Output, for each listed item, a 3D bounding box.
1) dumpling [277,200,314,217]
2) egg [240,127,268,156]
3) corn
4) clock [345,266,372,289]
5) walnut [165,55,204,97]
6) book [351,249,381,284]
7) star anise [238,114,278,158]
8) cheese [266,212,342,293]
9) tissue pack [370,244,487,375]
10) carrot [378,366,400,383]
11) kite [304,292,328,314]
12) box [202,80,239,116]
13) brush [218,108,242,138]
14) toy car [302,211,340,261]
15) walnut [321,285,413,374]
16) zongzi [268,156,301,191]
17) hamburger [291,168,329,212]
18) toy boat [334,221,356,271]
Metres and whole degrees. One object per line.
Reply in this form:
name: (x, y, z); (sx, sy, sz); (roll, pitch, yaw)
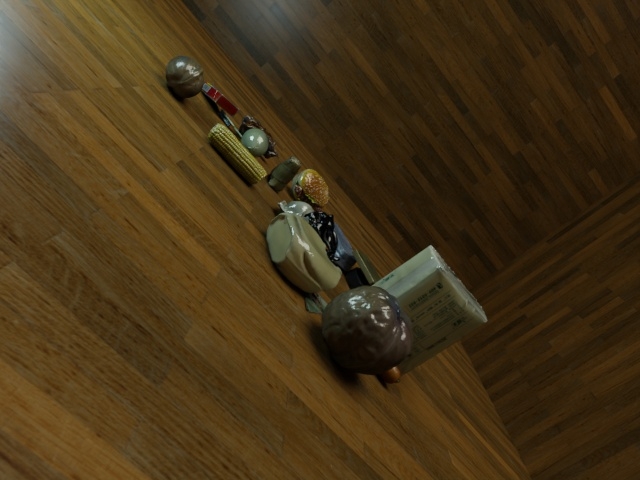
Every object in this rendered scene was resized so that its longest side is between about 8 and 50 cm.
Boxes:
dumpling: (-0.097, -0.103, 1.755); (0.127, 0.108, 0.188); (28, 20, 21)
egg: (-0.271, -0.401, 1.923); (0.114, 0.114, 0.152); (46, 22, -23)
corn: (-0.292, -0.299, 1.643); (0.248, 0.081, 0.081); (48, 13, -16)
clock: (0.213, 0.234, 1.979); (0.280, 0.055, 0.280); (47, 14, -15)
walnut: (-0.481, -0.580, 1.657); (0.140, 0.140, 0.162); (45, 30, -26)
book: (0.206, 0.123, 2.013); (0.161, 0.026, 0.231); (61, 12, 17)
star anise: (-0.282, -0.454, 2.097); (0.220, 0.099, 0.214); (50, 26, -26)
cheese: (-0.054, 0.038, 1.434); (0.233, 0.127, 0.266); (42, 17, -37)
tissue pack: (0.324, 0.248, 1.596); (0.297, 0.380, 0.207); (48, 17, -18)
carrot: (0.171, 0.357, 1.469); (0.225, 0.067, 0.067); (52, 13, 10)
kite: (0.012, 0.221, 1.422); (0.250, 0.012, 0.229); (59, 16, 26)
box: (-0.432, -0.605, 1.995); (0.175, 0.048, 0.112); (44, 5, 39)
brush: (-0.373, -0.479, 1.982); (0.178, 0.030, 0.033); (53, -7, -6)
toy car: (-0.002, 0.000, 1.714); (0.301, 0.118, 0.193); (2, 78, -79)
walnut: (0.121, 0.243, 1.256); (0.248, 0.248, 0.248); (48, 13, -15)
zongzi: (-0.151, -0.302, 1.966); (0.078, 0.160, 0.176); (40, 18, -25)
hamburger: (-0.042, -0.227, 2.156); (0.116, 0.173, 0.210); (9, -26, 47)
toy boat: (0.071, 0.015, 2.046); (0.127, 0.078, 0.283); (37, 20, -37)
